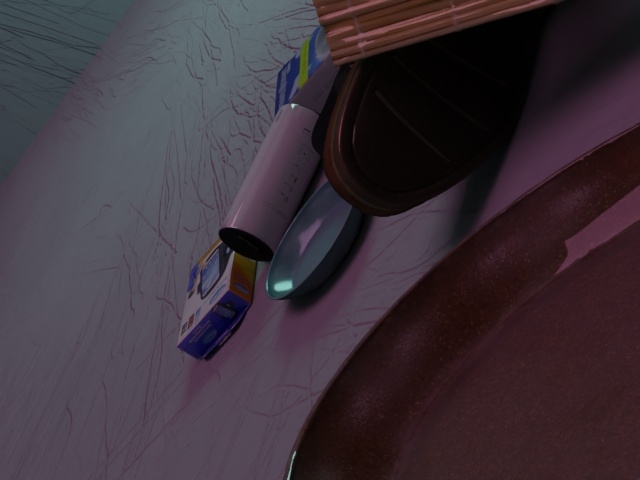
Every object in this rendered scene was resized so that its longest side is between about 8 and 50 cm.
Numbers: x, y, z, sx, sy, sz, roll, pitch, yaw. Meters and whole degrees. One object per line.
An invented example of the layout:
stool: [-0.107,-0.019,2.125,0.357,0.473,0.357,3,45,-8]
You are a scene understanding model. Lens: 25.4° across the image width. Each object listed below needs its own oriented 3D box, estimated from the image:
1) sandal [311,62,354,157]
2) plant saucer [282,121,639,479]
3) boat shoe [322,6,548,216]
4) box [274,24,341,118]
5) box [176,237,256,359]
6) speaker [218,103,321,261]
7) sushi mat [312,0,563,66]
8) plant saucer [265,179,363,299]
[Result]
sandal: [0.056,-0.175,1.169,0.097,0.054,0.254,-8,52,38]
plant saucer: [0.120,0.036,0.580,0.311,0.050,0.310,-34,14,10]
boat shoe: [0.082,-0.123,0.991,0.104,0.111,0.307,-34,19,55]
box: [0.014,-0.173,1.337,0.178,0.042,0.109,-47,20,25]
box: [-0.090,0.044,1.264,0.081,0.028,0.136,-47,19,27]
speaker: [-0.039,-0.050,1.243,0.055,0.055,0.136,-24,38,59]
sushi mat: [0.119,-0.210,0.823,0.317,0.151,0.019,-12,2,33]
plant saucer: [0.000,0.000,1.112,0.119,0.021,0.119,-48,20,24]
